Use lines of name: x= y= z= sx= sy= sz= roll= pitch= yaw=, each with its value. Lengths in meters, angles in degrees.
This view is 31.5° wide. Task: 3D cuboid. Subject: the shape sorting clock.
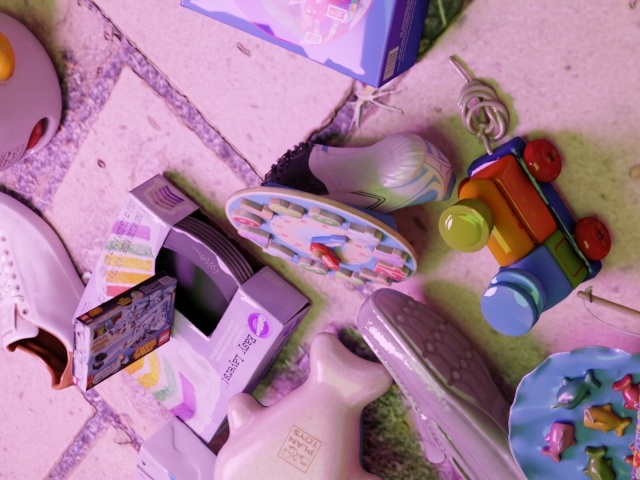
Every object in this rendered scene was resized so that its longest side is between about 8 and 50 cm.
shape sorting clock: x=0.000 y=0.000 z=1.158 sx=0.206 sy=0.040 sz=0.206 roll=13 pitch=160 yaw=5

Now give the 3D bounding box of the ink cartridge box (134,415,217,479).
ink cartridge box: x=-0.182 y=0.307 z=1.471 sx=0.104 sy=0.060 sz=0.180 roll=41 pitch=152 yaw=9

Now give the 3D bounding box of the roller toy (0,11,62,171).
roller toy: x=-0.421 y=-0.170 z=1.359 sx=0.209 sy=0.146 sz=0.191 roll=6 pitch=118 yaw=31

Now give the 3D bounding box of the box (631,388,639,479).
box: x=0.366 y=0.024 z=0.829 sx=0.177 sy=0.290 sz=0.279 roll=13 pitch=120 yaw=29

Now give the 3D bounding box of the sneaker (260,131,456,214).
sneaker: x=0.031 y=-0.057 z=1.159 sx=0.237 sy=0.085 sz=0.086 roll=-2 pitch=146 yaw=44

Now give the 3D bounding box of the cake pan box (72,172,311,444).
cake pan box: x=-0.162 y=0.084 z=1.374 sx=0.246 sy=0.070 sz=0.267 roll=40 pitch=130 yaw=7

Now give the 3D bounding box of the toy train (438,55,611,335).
toy train: x=0.151 y=-0.041 z=1.038 sx=0.105 sy=0.143 sz=0.248 roll=-30 pitch=96 yaw=40

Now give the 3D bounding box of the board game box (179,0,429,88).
board game box: x=0.003 y=-0.342 z=1.019 sx=0.233 sy=0.078 sz=0.347 roll=26 pitch=126 yaw=21

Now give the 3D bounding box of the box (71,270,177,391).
box: x=-0.223 y=0.102 z=1.289 sx=0.027 sy=0.137 sz=0.094 roll=30 pitch=127 yaw=26

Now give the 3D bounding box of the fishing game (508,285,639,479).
fishing game: x=0.274 y=0.189 z=1.090 sx=0.189 sy=0.041 sz=0.264 roll=24 pitch=110 yaw=2

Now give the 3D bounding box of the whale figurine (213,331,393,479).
whale figurine: x=-0.008 y=0.237 z=1.329 sx=0.216 sy=0.141 sz=0.272 roll=29 pitch=103 yaw=14

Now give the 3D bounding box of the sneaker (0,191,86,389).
sneaker: x=-0.386 y=0.065 z=1.481 sx=0.290 sy=0.123 sz=0.106 roll=53 pitch=133 yaw=1

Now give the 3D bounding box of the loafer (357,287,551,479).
loafer: x=0.143 y=0.189 z=1.190 sx=0.319 sy=0.112 sz=0.111 roll=49 pitch=121 yaw=1
